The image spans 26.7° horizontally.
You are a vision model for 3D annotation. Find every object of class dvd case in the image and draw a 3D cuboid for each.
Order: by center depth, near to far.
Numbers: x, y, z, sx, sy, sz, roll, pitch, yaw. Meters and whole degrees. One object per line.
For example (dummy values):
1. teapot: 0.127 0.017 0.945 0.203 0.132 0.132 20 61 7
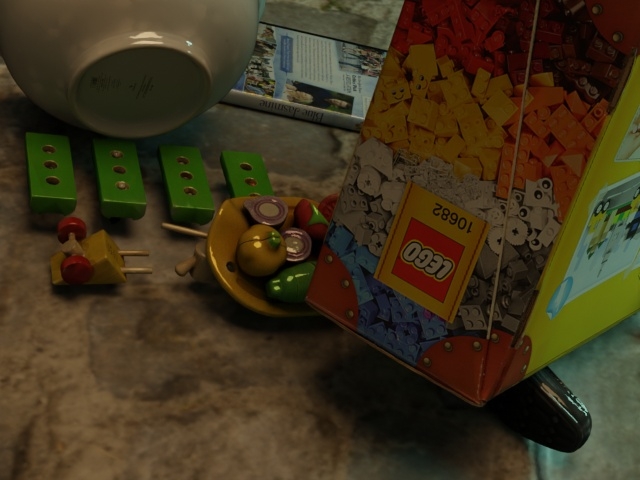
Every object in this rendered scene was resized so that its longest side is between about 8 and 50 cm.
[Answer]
1. dvd case: -0.032 -0.203 1.619 0.253 0.022 0.180 11 36 -9

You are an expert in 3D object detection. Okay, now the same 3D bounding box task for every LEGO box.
1. LEGO box: 0.248 -0.109 1.238 0.193 0.372 0.500 31 26 26

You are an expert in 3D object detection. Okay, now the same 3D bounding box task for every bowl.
1. bowl: -0.186 -0.196 1.344 0.298 0.298 0.134 1 54 -22

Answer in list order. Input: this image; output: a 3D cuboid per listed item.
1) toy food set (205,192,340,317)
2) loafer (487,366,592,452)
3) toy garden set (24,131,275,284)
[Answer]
1. toy food set: 0.000 0.000 1.275 0.218 0.071 0.128 -2 63 -37
2. loafer: 0.173 0.109 1.258 0.078 0.076 0.223 -24 50 -33
3. toy garden set: -0.160 -0.018 1.308 0.244 0.049 0.204 4 37 -19
